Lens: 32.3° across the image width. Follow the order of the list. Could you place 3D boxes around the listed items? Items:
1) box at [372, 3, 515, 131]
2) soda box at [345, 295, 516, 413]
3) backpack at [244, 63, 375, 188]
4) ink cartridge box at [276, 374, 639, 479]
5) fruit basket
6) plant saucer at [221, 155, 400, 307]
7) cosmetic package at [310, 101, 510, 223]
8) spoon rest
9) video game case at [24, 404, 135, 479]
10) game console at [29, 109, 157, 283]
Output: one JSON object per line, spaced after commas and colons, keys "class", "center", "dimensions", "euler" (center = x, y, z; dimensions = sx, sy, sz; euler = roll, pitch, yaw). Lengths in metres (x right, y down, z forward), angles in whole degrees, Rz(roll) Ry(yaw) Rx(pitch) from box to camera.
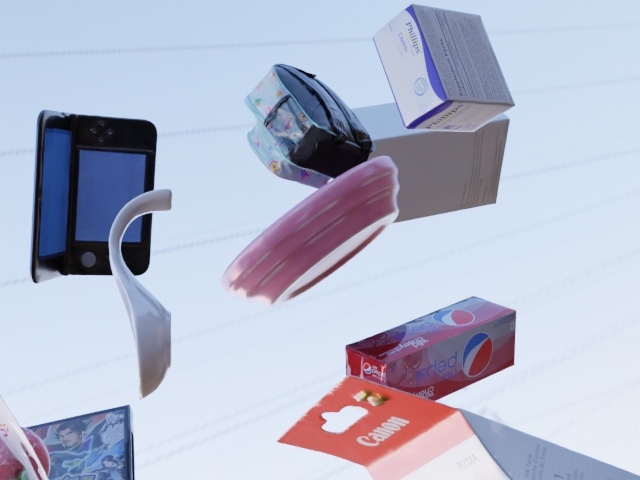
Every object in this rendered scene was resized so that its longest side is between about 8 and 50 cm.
{"class": "box", "center": [0.145, -0.200, 1.299], "dimensions": [0.137, 0.126, 0.072], "euler": [-3, -21, -46]}
{"class": "soda box", "center": [0.156, 0.159, 1.523], "dimensions": [0.263, 0.083, 0.092], "euler": [-18, -66, -38]}
{"class": "backpack", "center": [-0.029, -0.178, 1.705], "dimensions": [0.144, 0.188, 0.166], "euler": [-44, -31, 26]}
{"class": "ink cartridge box", "center": [0.154, 0.301, 1.339], "dimensions": [0.308, 0.385, 0.091], "euler": [127, 161, -60]}
{"class": "fruit basket", "center": [-0.478, 0.311, 1.541], "dimensions": [0.165, 0.327, 0.353], "euler": [-34, 14, -32]}
{"class": "plant saucer", "center": [0.000, 0.000, 1.725], "dimensions": [0.332, 0.084, 0.332], "euler": [-36, -7, -5]}
{"class": "cosmetic package", "center": [0.182, -0.166, 2.289], "dimensions": [0.385, 0.156, 0.217], "euler": [-9, -56, -21]}
{"class": "spoon rest", "center": [-0.231, 0.068, 1.416], "dimensions": [0.084, 0.276, 0.137], "euler": [1, -24, -7]}
{"class": "video game case", "center": [-0.469, 0.419, 1.973], "dimensions": [0.274, 0.248, 0.035], "euler": [-13, -52, -1]}
{"class": "game console", "center": [-0.394, -0.074, 1.936], "dimensions": [0.250, 0.173, 0.293], "euler": [2, -84, -26]}
